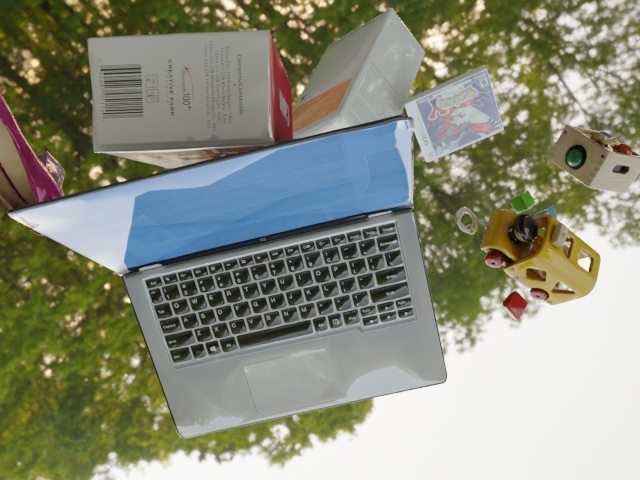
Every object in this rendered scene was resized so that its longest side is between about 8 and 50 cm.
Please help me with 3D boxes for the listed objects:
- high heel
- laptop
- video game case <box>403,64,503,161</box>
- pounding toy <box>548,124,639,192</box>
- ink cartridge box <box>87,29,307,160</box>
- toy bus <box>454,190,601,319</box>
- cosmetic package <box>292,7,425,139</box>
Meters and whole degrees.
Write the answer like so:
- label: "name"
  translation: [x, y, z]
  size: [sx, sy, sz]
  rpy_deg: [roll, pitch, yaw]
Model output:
- label: "high heel"
  translation: [-0.625, -0.175, 1.274]
  size: [0.127, 0.377, 0.181]
  rpy_deg: [-31, -139, 18]
- label: "laptop"
  translation: [-0.058, 0.081, 0.778]
  size: [0.382, 0.407, 0.236]
  rpy_deg: [-13, -162, 4]
- label: "video game case"
  translation: [0.317, -0.294, 1.612]
  size: [0.201, 0.183, 0.023]
  rpy_deg: [-23, -140, 9]
- label: "pounding toy"
  translation: [0.493, -0.154, 1.206]
  size: [0.130, 0.141, 0.100]
  rpy_deg: [53, -51, 46]
- label: "ink cartridge box"
  translation: [-0.113, -0.170, 0.889]
  size: [0.272, 0.130, 0.309]
  rpy_deg: [-2, -177, 1]
- label: "toy bus"
  translation: [0.338, 0.010, 1.055]
  size: [0.202, 0.190, 0.104]
  rpy_deg: [-13, 170, -34]
- label: "cosmetic package"
  translation: [0.079, -0.351, 1.679]
  size: [0.230, 0.161, 0.453]
  rpy_deg: [-20, -146, 40]
